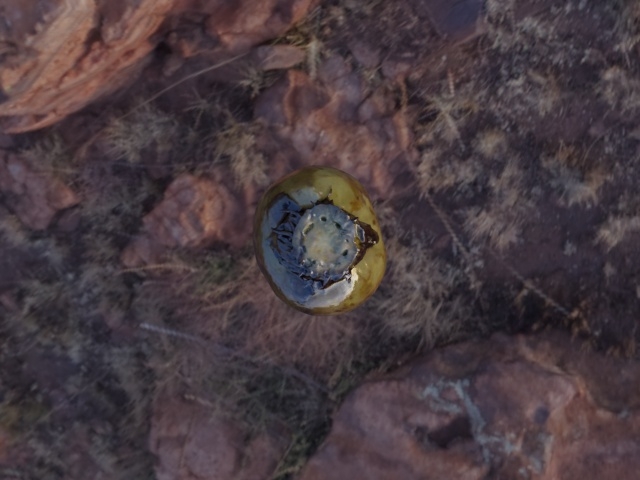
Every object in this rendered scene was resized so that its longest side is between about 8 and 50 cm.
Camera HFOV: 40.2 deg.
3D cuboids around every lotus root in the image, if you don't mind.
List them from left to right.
[{"bbox_3d":[0.000,0.000,1.004,0.142,0.314,0.169,-17,92,5],"label":"lotus root"}]
